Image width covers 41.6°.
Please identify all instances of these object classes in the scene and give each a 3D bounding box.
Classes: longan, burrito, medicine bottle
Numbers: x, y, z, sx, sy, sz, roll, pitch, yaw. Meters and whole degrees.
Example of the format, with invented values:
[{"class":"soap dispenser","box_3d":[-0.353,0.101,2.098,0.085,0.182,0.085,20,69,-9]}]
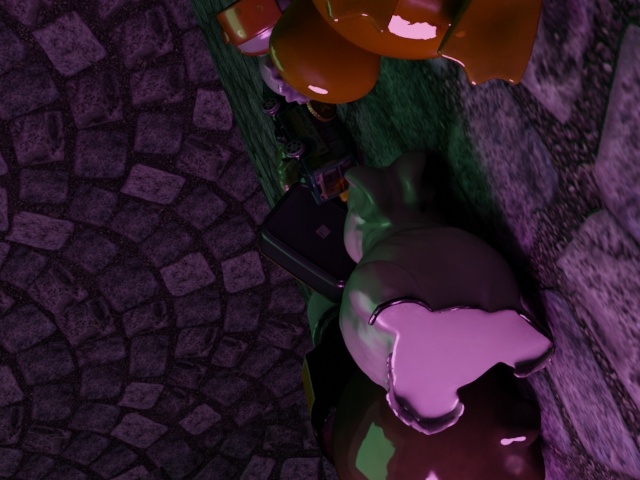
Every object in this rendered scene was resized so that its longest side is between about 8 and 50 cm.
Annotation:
[{"class":"longan","box_3d":[0.152,0.253,1.082,0.243,0.300,0.300,-57,-45,-47]},{"class":"burrito","box_3d":[-0.043,-0.091,1.663,0.087,0.060,0.226,-116,4,-53]},{"class":"medicine bottle","box_3d":[0.084,0.210,1.505,0.395,0.243,0.242,-99,-10,-59]}]

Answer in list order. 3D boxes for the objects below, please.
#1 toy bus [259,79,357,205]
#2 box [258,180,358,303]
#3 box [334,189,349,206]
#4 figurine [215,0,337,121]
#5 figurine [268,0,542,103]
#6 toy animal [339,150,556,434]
[{"class":"toy bus","box_3d":[-0.024,-0.179,1.406,0.091,0.109,0.261,72,173,-53]},{"class":"box","box_3d":[0.000,0.000,1.471,0.201,0.144,0.090,36,163,9]},{"class":"box","box_3d":[0.020,-0.104,1.590,0.269,0.044,0.152,92,152,-75]},{"class":"figurine","box_3d":[-0.053,-0.295,1.214,0.271,0.143,0.143,46,175,-6]},{"class":"figurine","box_3d":[0.049,-0.205,0.600,0.228,0.215,0.215,1,116,66]},{"class":"toy animal","box_3d":[0.098,0.023,0.954,0.257,0.194,0.357,58,-173,-39]}]
